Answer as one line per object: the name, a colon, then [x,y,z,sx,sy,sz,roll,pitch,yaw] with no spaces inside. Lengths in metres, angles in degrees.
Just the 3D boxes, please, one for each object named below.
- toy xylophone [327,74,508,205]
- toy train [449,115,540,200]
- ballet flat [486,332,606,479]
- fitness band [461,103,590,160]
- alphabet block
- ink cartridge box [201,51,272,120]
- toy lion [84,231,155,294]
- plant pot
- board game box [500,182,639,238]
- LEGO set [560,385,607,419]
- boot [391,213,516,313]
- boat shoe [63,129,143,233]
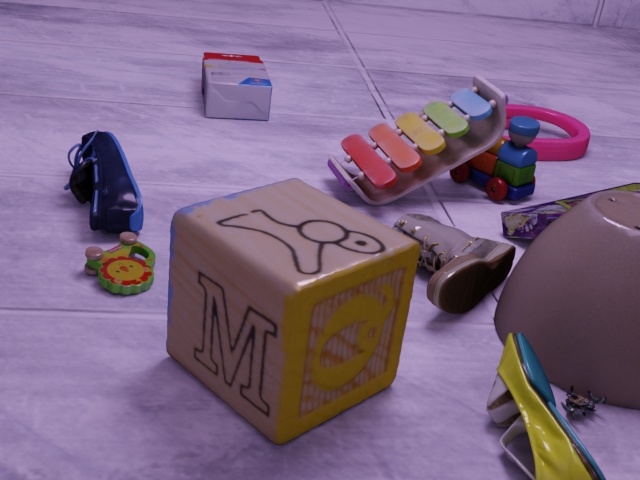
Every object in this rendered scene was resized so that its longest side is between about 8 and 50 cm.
toy xylophone: [0.161,-0.178,1.422,0.322,0.081,0.236,-33,33,-8]
toy train: [0.290,-0.182,1.498,0.105,0.143,0.248,-16,35,-38]
ballet flat: [0.219,0.184,0.859,0.077,0.077,0.231,-33,30,11]
fitness band: [0.427,-0.232,1.727,0.290,0.054,0.209,-1,29,-13]
alphabet block: [-0.035,0.066,0.889,0.192,0.193,0.197,-20,38,-39]
ink cartridge box: [-0.185,-0.335,1.747,0.134,0.078,0.231,2,28,-12]
toy lion: [-0.256,0.034,1.076,0.096,0.034,0.100,28,33,22]
plant pot: [0.379,0.049,1.028,0.284,0.191,0.284,5,28,-3]
board game box: [0.489,-0.051,1.320,0.346,0.056,0.208,-12,5,-32]
LEGO set: [0.282,0.187,0.927,0.083,0.023,0.054,5,22,24]
boot: [0.160,0.025,1.143,0.165,0.077,0.213,25,27,29]
boat shoe: [-0.339,-0.100,1.230,0.089,0.109,0.258,-10,30,-23]
